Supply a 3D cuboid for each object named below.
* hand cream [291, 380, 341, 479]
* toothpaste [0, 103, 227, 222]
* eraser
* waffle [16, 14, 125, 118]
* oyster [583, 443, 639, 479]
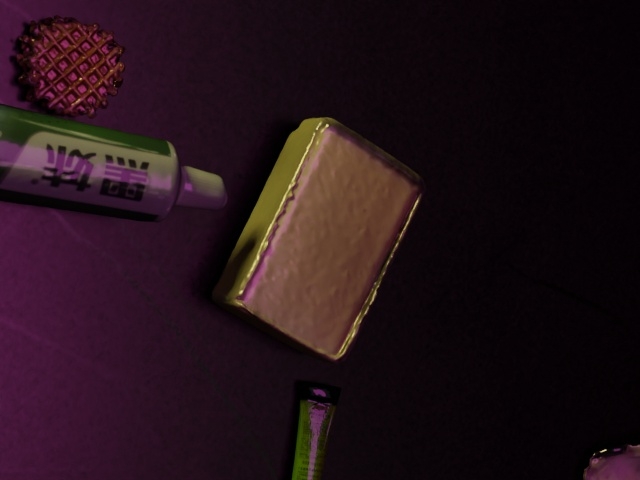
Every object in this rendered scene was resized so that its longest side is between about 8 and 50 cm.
[{"bbox_3d":[-0.009,0.178,1.386,0.036,0.023,0.122,10,86,-17],"label":"hand cream"},{"bbox_3d":[-0.250,-0.069,1.218,0.392,0.061,0.098,10,88,-24],"label":"toothpaste"},{"bbox_3d":[0.000,0.000,1.361,0.117,0.058,0.172,31,78,-27],"label":"eraser"},{"bbox_3d":[-0.189,-0.131,1.268,0.083,0.029,0.075,11,85,-25],"label":"waffle"},{"bbox_3d":[0.302,0.221,1.545,0.122,0.045,0.146,42,81,-27],"label":"oyster"}]
